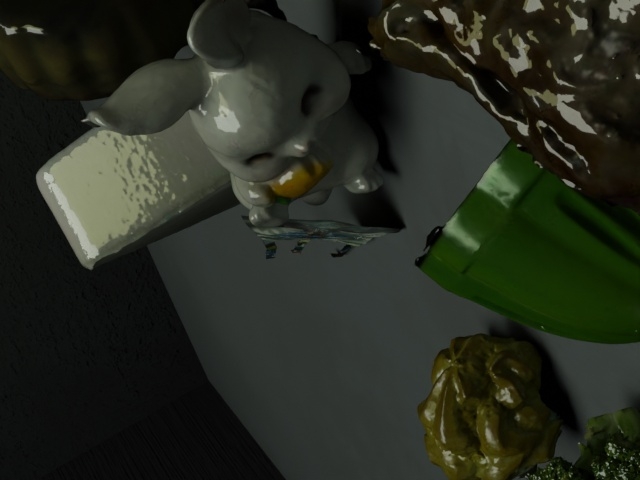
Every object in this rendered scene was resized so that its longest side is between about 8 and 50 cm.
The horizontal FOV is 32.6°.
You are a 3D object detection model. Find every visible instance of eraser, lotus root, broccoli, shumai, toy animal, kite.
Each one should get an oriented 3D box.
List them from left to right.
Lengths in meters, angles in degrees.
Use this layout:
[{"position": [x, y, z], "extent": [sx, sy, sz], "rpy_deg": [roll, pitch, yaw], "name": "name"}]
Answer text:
[{"position": [-0.137, -0.119, 1.319], "extent": [0.150, 0.331, 0.331], "rpy_deg": [62, 165, 2], "name": "eraser"}, {"position": [-0.058, -0.121, 1.022], "extent": [0.325, 0.208, 0.154], "rpy_deg": [18, -136, -47], "name": "toy animal"}, {"position": [0.000, 0.002, 1.285], "extent": [0.310, 0.169, 0.015], "rpy_deg": [93, 180, -83], "name": "kite"}, {"position": [0.173, -0.004, 0.639], "extent": [0.186, 0.186, 0.186], "rpy_deg": [54, 164, 24], "name": "lotus root"}, {"position": [0.238, 0.202, 0.844], "extent": [0.162, 0.145, 0.138], "rpy_deg": [57, -153, -57], "name": "broccoli"}, {"position": [0.162, -0.117, 0.474], "extent": [0.218, 0.184, 0.185], "rpy_deg": [37, 118, 27], "name": "shumai"}]

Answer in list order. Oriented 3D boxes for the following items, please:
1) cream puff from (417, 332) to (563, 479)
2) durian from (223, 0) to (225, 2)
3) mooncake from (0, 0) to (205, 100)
[{"position": [0.149, 0.152, 1.039], "extent": [0.156, 0.121, 0.156], "rpy_deg": [61, 167, 24], "name": "cream puff"}, {"position": [-0.041, -0.267, 0.843], "extent": [0.137, 0.168, 0.158], "rpy_deg": [19, -116, -63], "name": "durian"}, {"position": [-0.280, -0.302, 1.313], "extent": [0.290, 0.290, 0.161], "rpy_deg": [51, 168, 32], "name": "mooncake"}]
